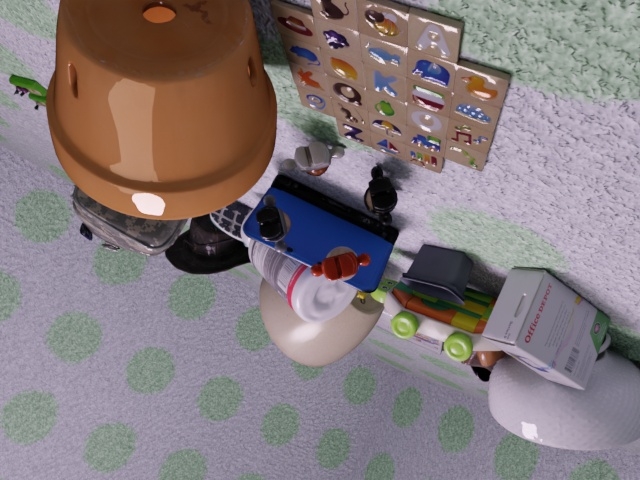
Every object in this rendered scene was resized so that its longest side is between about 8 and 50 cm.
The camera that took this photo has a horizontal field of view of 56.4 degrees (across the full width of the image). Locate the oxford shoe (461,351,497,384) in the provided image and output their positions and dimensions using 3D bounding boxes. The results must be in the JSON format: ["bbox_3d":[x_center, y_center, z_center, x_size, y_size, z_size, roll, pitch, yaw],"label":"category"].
[{"bbox_3d":[0.533,0.383,1.831,0.364,0.132,0.130,36,164,-36],"label":"oxford shoe"}]

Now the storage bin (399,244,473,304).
[{"bbox_3d":[0.253,0.069,1.248,0.135,0.091,0.098,14,162,46],"label":"storage bin"}]

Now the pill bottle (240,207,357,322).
[{"bbox_3d":[-0.063,0.038,1.426,0.318,0.176,0.176,42,-179,43],"label":"pill bottle"}]

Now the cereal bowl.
[{"bbox_3d":[0.535,0.302,1.300,0.339,0.141,0.339,-6,-168,1],"label":"cereal bowl"}]

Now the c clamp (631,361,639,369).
[{"bbox_3d":[0.742,0.309,1.402,0.137,0.022,0.161,38,165,-22],"label":"c clamp"}]

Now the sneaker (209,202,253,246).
[{"bbox_3d":[-0.200,-0.013,1.713,0.275,0.107,0.110,31,147,-17],"label":"sneaker"}]

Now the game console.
[{"bbox_3d":[0.000,0.000,1.287,0.293,0.173,0.250,26,167,3],"label":"game console"}]

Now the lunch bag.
[{"bbox_3d":[-0.345,-0.121,1.192,0.213,0.305,0.256,30,165,-14],"label":"lunch bag"}]

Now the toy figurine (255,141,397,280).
[{"bbox_3d":[0.012,-0.049,1.007,0.210,0.213,0.148,29,-177,4],"label":"toy figurine"}]

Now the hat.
[{"bbox_3d":[-0.330,-0.030,1.821,0.331,0.331,0.134,18,123,33],"label":"hat"}]

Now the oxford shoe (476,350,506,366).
[{"bbox_3d":[0.413,0.225,1.372,0.076,0.076,0.212,8,-160,42],"label":"oxford shoe"}]

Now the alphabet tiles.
[{"bbox_3d":[0.084,-0.187,0.757,0.285,0.011,0.342,23,167,15],"label":"alphabet tiles"}]

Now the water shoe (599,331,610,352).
[{"bbox_3d":[0.502,0.186,1.264,0.203,0.073,0.080,12,156,46],"label":"water shoe"}]

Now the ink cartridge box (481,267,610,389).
[{"bbox_3d":[0.432,0.167,1.138,0.212,0.154,0.093,32,167,-26],"label":"ink cartridge box"}]

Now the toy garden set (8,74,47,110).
[{"bbox_3d":[-0.682,-0.330,1.589,0.204,0.049,0.244,19,165,29],"label":"toy garden set"}]

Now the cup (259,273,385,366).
[{"bbox_3d":[0.040,0.149,1.587,0.331,0.331,0.237,33,141,-25],"label":"cup"}]

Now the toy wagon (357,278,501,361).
[{"bbox_3d":[0.246,0.147,1.327,0.344,0.068,0.267,20,-158,22],"label":"toy wagon"}]

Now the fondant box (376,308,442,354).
[{"bbox_3d":[0.284,0.246,1.868,0.238,0.096,0.330,22,167,16],"label":"fondant box"}]

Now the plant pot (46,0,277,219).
[{"bbox_3d":[-0.188,-0.199,0.714,0.291,0.291,0.203,26,151,4],"label":"plant pot"}]
